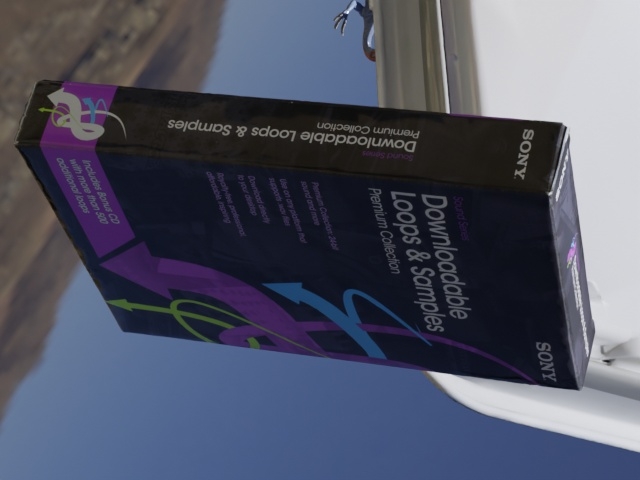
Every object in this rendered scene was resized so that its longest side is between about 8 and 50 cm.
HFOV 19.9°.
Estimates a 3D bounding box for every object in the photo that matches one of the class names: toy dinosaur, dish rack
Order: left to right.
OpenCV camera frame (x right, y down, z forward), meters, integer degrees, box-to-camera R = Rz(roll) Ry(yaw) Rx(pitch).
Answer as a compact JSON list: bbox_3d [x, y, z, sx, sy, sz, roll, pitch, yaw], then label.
[{"bbox_3d":[0.049,-0.180,1.388,0.090,0.047,0.082,-50,153,-49],"label":"toy dinosaur"},{"bbox_3d":[0.169,-0.046,0.973,0.072,0.285,0.333,-48,-145,46],"label":"dish rack"}]

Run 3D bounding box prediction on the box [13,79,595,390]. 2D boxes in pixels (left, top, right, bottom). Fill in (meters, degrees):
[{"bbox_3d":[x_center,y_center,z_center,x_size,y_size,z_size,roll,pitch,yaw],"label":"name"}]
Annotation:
[{"bbox_3d":[0.000,0.000,0.563,0.116,0.162,0.029,69,30,-55],"label":"box"}]
